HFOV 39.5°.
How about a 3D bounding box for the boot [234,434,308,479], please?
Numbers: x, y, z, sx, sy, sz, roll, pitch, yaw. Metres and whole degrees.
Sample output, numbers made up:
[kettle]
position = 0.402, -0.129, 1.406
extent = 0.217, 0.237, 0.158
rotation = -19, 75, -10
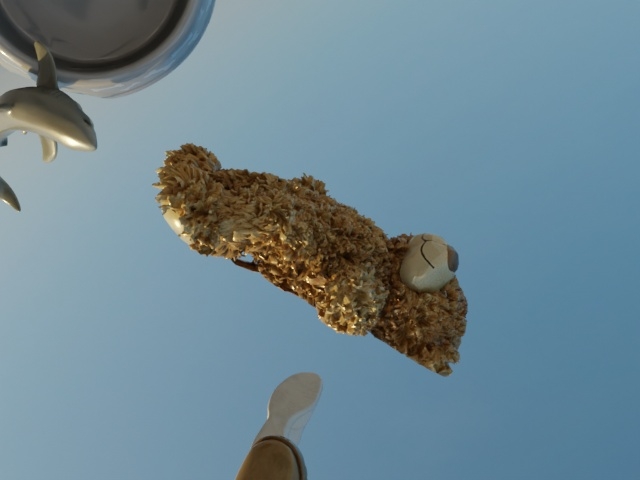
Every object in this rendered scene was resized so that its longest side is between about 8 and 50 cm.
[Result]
[boot]
position = -0.108, 0.313, 0.920
extent = 0.089, 0.269, 0.236
rotation = 10, -102, 20

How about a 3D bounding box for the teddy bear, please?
[teddy bear]
position = 0.000, 0.000, 0.832
extent = 0.113, 0.337, 0.245
rotation = -61, 176, 7

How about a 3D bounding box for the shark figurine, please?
[shark figurine]
position = -0.399, -0.136, 1.100
extent = 0.278, 0.166, 0.116
rotation = -24, 176, 40

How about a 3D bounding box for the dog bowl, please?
[dog bowl]
position = -0.301, -0.353, 1.141
extent = 0.348, 0.349, 0.102
rotation = -33, -164, -3

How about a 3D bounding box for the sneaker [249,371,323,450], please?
[sneaker]
position = -0.058, 0.328, 1.560
extent = 0.080, 0.094, 0.212
rotation = 14, -130, 25
